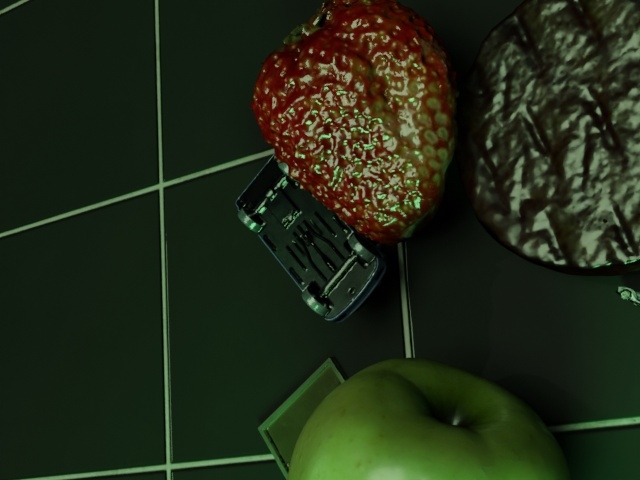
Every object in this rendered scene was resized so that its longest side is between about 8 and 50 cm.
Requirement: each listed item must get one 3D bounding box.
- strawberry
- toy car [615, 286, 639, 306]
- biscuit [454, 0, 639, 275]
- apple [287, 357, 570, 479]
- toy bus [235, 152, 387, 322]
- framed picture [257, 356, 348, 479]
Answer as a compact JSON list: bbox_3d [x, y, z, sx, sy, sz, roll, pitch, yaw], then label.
[{"bbox_3d":[0.064,-0.164,1.560,0.312,0.267,0.351,-47,55,46],"label":"strawberry"},{"bbox_3d":[0.414,0.079,1.391,0.093,0.041,0.025,33,98,36],"label":"toy car"},{"bbox_3d":[0.366,-0.151,1.446,0.407,0.091,0.407,-8,76,35],"label":"biscuit"},{"bbox_3d":[0.132,0.329,1.382,0.357,0.357,0.357,-8,76,37],"label":"apple"},{"bbox_3d":[0.000,0.000,1.674,0.125,0.133,0.292,-50,53,13],"label":"toy bus"},{"bbox_3d":[0.018,0.326,1.669,0.184,0.016,0.250,-48,57,20],"label":"framed picture"}]
